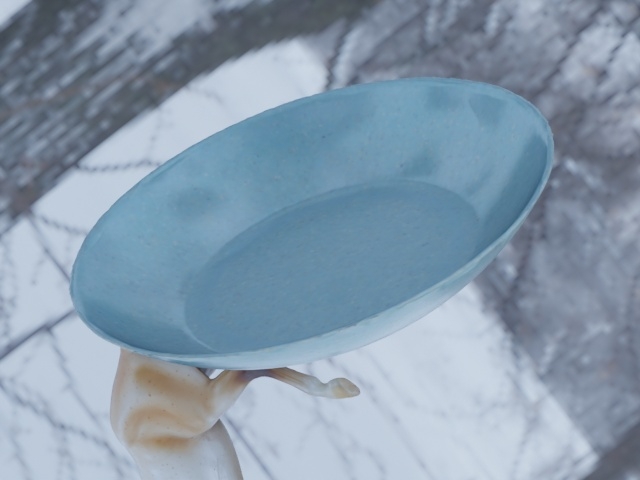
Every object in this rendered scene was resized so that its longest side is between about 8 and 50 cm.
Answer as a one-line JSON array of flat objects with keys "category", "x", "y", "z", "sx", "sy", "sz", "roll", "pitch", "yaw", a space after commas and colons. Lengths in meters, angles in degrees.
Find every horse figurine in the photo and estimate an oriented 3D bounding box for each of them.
[{"category": "horse figurine", "x": -0.054, "y": 0.117, "z": 1.061, "sx": 0.066, "sy": 0.174, "sz": 0.263, "roll": -69, "pitch": 151, "yaw": -64}]

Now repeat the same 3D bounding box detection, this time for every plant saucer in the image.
[{"category": "plant saucer", "x": 0.000, "y": 0.000, "z": 0.734, "sx": 0.195, "sy": 0.195, "sz": 0.037, "roll": -118, "pitch": -173, "yaw": -61}]
